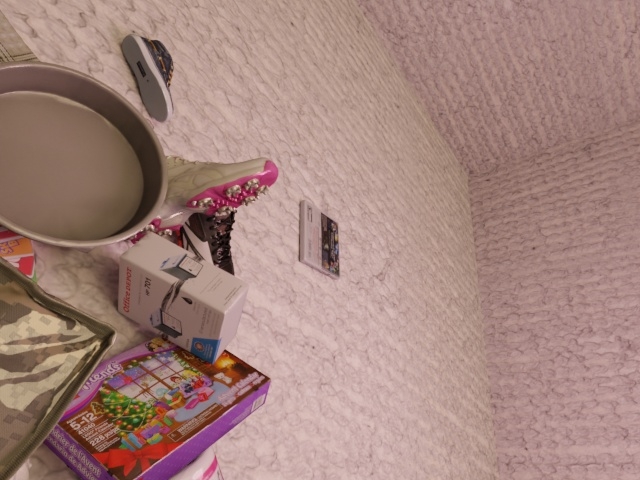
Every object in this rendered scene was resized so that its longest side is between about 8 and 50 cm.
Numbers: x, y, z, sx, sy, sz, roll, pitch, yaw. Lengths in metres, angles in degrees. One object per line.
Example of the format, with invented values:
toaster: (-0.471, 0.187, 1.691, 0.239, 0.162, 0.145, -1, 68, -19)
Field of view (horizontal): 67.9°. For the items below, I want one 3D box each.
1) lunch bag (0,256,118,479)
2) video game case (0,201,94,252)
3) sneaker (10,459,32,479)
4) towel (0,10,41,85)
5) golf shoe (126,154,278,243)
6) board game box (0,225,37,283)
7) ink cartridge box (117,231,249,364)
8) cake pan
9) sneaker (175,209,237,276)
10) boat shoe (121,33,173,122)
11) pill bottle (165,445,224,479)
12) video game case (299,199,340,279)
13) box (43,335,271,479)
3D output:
lunch bag: (-0.341, 0.163, 0.389, 0.169, 0.235, 0.287, 41, 57, -19)
video game case: (-0.450, -0.121, 0.692, 0.285, 0.025, 0.204, 31, 43, -42)
sneaker: (-0.387, 0.227, 0.562, 0.118, 0.110, 0.292, -27, 98, -53)
towel: (-0.565, -0.329, 0.594, 0.324, 0.056, 0.312, 57, 34, -9)
golf shoe: (-0.228, -0.101, 0.820, 0.115, 0.306, 0.140, 65, 6, -76)
board game box: (-0.493, 0.023, 0.582, 0.259, 0.039, 0.124, 1, 73, -54)
ink cartridge box: (-0.226, 0.094, 0.774, 0.191, 0.139, 0.082, 26, 39, 6)
cake pan: (-0.370, -0.118, 0.687, 0.293, 0.054, 0.293, 22, 54, -35)
sneaker: (-0.218, -0.012, 0.928, 0.098, 0.135, 0.276, -30, 102, -60)
boat shoe: (-0.331, -0.335, 0.981, 0.083, 0.065, 0.183, -28, 98, -57)
pill bottle: (-0.194, 0.460, 0.697, 0.160, 0.160, 0.283, -21, 95, -58)
video game case: (0.000, 0.000, 1.366, 0.173, 0.022, 0.190, 31, 49, -46)
box: (-0.241, 0.240, 0.714, 0.293, 0.201, 0.057, -20, 131, -59)
